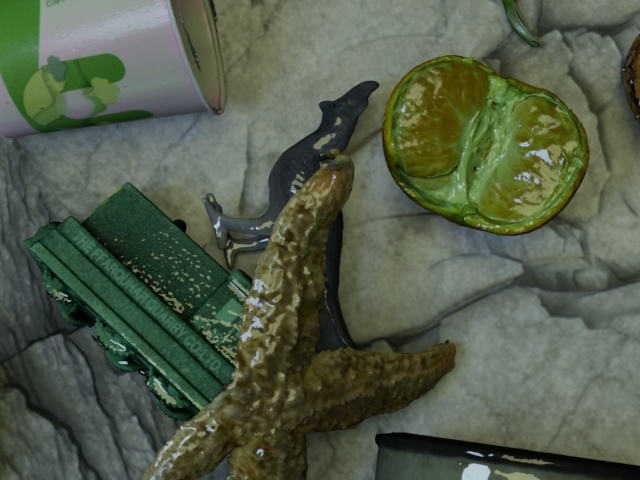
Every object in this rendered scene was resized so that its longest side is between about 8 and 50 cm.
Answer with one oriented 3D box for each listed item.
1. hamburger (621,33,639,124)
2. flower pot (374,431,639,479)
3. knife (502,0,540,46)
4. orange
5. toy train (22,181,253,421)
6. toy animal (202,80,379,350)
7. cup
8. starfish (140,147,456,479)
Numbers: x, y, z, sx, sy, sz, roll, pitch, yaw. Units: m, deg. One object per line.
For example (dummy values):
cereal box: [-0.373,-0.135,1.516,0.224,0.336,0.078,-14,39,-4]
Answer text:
hamburger: [0.472,-0.184,1.266,0.231,0.107,0.231,-2,75,7]
flower pot: [0.183,0.370,1.049,0.294,0.293,0.330,6,82,4]
knife: [0.231,-0.322,1.353,0.026,0.022,0.184,-18,74,-30]
orange: [0.184,-0.104,1.227,0.237,0.158,0.179,22,84,4]
toy train: [-0.181,0.073,1.215,0.330,0.138,0.178,42,74,11]
toy animal: [-0.035,-0.017,1.255,0.206,0.081,0.367,0,80,4]
cup: [-0.269,-0.245,1.251,0.274,0.253,0.253,-12,75,6]
starfish: [0.004,0.156,1.129,0.324,0.082,0.432,34,83,-30]
